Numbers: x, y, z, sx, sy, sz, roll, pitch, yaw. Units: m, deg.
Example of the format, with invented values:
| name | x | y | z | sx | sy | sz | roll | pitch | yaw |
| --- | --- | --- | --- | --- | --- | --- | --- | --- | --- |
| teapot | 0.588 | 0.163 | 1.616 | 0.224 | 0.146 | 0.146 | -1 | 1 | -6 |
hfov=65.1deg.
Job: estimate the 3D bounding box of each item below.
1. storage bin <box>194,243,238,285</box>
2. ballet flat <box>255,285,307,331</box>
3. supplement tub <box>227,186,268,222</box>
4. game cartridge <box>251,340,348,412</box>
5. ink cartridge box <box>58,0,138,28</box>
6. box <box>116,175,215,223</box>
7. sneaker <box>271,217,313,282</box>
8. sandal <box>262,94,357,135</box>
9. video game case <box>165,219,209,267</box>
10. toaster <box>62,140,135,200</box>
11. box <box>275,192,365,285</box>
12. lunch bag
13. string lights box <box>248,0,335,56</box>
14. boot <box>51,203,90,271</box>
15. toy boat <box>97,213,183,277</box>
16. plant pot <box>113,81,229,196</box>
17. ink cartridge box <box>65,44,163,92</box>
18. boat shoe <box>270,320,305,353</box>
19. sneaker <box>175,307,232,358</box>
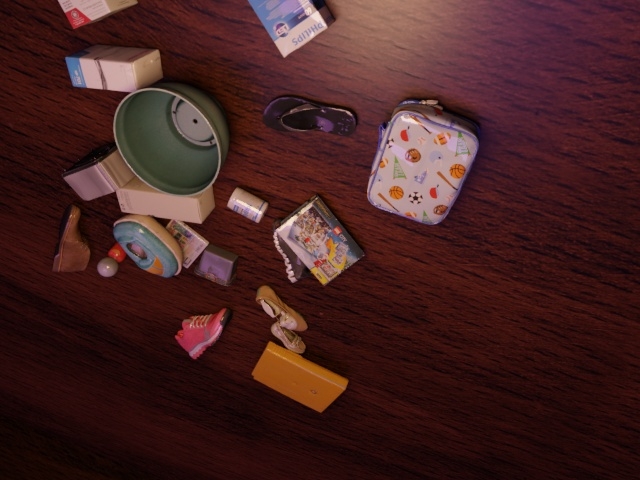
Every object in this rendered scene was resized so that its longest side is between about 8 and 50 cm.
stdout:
| name | x | y | z | sx | sy | sz | roll | pitch | yaw |
| --- | --- | --- | --- | --- | --- | --- | --- | --- | --- |
| storage bin | -0.342 | 0.079 | 1.666 | 0.135 | 0.098 | 0.091 | 22 | 118 | 2 |
| ballet flat | -0.140 | 0.254 | 1.733 | 0.080 | 0.073 | 0.232 | -34 | 109 | 34 |
| supplement tub | -0.216 | -0.106 | 1.502 | 0.107 | 0.071 | 0.071 | 27 | 128 | -3 |
| game cartridge | -0.088 | 0.519 | 1.892 | 0.323 | 0.053 | 0.285 | 28 | 140 | -1 |
| ink cartridge box | -0.560 | -0.629 | 1.202 | 0.128 | 0.127 | 0.176 | -10 | 120 | 24 |
| box | -0.474 | -0.133 | 1.541 | 0.275 | 0.113 | 0.094 | 10 | 127 | 13 |
| sneaker | -0.074 | 0.026 | 1.552 | 0.106 | 0.078 | 0.234 | -9 | 122 | 15 |
| sandal | -0.034 | -0.320 | 1.299 | 0.254 | 0.054 | 0.097 | 6 | 126 | 13 |
| video game case | -0.472 | 0.008 | 1.699 | 0.143 | 0.019 | 0.157 | 40 | 127 | -11 |
| toaster | -0.638 | -0.220 | 1.498 | 0.185 | 0.168 | 0.110 | -13 | 122 | 27 |
| box | 0.000 | 0.000 | 1.484 | 0.159 | 0.044 | 0.233 | -37 | 109 | 6 |
| lunch bag | 0.249 | -0.199 | 1.261 | 0.243 | 0.115 | 0.303 | 21 | 129 | 6 |
| string lights box | -0.095 | -0.568 | 1.127 | 0.133 | 0.077 | 0.260 | -22 | 115 | 30 |
| boot | -0.877 | -0.004 | 1.792 | 0.115 | 0.112 | 0.305 | 10 | 129 | -28 |
| toy boat | -0.607 | 0.044 | 1.655 | 0.318 | 0.148 | 0.267 | -10 | 131 | 36 |
| plant pot | -0.365 | -0.292 | 1.336 | 0.292 | 0.196 | 0.293 | 8 | 127 | 11 |
| ink cartridge box | -0.534 | -0.453 | 1.311 | 0.190 | 0.140 | 0.082 | 10 | 126 | 11 |
| boat shoe | -0.109 | 0.347 | 1.803 | 0.153 | 0.056 | 0.048 | 44 | 131 | -6 |
| sneaker | -0.446 | 0.330 | 1.860 | 0.136 | 0.116 | 0.314 | 39 | 127 | -10 |
